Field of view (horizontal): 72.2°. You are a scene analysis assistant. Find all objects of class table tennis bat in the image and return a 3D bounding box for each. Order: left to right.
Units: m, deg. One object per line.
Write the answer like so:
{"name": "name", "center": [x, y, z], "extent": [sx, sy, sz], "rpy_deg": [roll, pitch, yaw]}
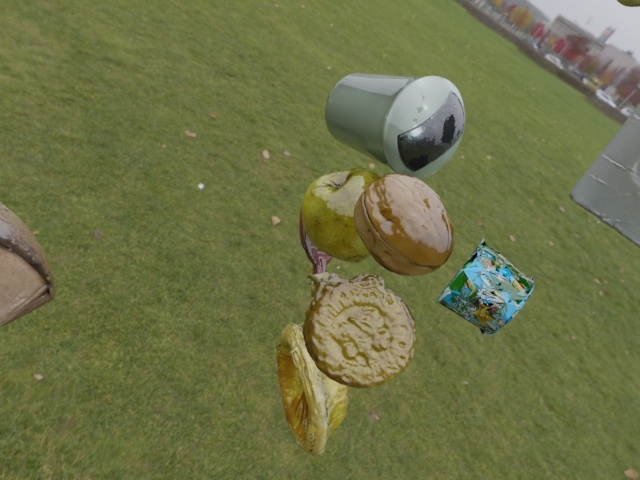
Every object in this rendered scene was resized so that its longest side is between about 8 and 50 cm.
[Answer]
{"name": "table tennis bat", "center": [0.000, 0.000, 1.615], "extent": [0.268, 0.051, 0.414], "rpy_deg": [13, 78, -60]}

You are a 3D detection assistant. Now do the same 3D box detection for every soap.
{"name": "soap", "center": [0.947, -0.192, 1.139], "extent": [0.213, 0.435, 0.350], "rpy_deg": [3, 40, -33]}

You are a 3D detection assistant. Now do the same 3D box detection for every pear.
{"name": "pear", "center": [0.101, -0.075, 1.372], "extent": [0.304, 0.304, 0.304], "rpy_deg": [24, 35, -18]}

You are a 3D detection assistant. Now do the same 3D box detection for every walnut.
{"name": "walnut", "center": [0.152, -0.030, 0.814], "extent": [0.167, 0.167, 0.207], "rpy_deg": [-10, 61, -48]}

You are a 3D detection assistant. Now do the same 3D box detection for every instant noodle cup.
{"name": "instant noodle cup", "center": [0.457, 0.136, 1.211], "extent": [0.178, 0.240, 0.240], "rpy_deg": [38, 33, 17]}

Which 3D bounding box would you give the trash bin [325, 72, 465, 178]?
{"name": "trash bin", "center": [0.220, -0.360, 1.323], "extent": [0.280, 0.280, 0.432], "rpy_deg": [10, 17, -33]}

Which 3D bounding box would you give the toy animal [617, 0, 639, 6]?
{"name": "toy animal", "center": [0.525, -0.430, 0.612], "extent": [0.233, 0.169, 0.121], "rpy_deg": [-36, 92, -21]}

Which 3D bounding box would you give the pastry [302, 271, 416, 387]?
{"name": "pastry", "center": [0.084, 0.189, 0.936], "extent": [0.240, 0.235, 0.132], "rpy_deg": [3, 1, -5]}

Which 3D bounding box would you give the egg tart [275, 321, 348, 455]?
{"name": "egg tart", "center": [-0.023, 0.424, 1.291], "extent": [0.169, 0.387, 0.387], "rpy_deg": [-5, 47, -17]}

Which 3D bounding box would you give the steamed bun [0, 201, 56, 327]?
{"name": "steamed bun", "center": [-0.612, 0.022, 0.705], "extent": [0.251, 0.301, 0.199], "rpy_deg": [-38, 56, -15]}
